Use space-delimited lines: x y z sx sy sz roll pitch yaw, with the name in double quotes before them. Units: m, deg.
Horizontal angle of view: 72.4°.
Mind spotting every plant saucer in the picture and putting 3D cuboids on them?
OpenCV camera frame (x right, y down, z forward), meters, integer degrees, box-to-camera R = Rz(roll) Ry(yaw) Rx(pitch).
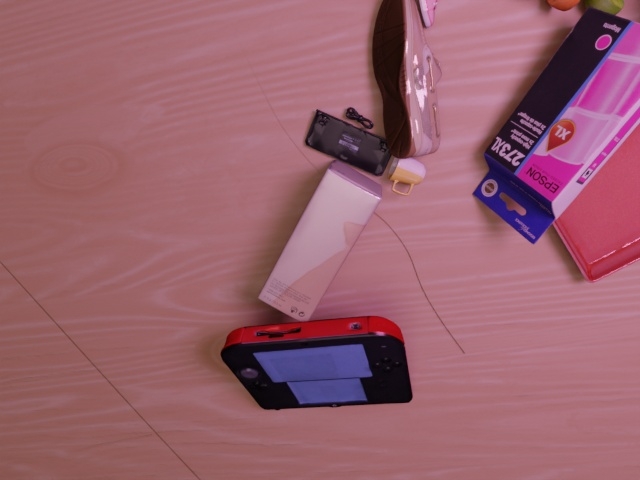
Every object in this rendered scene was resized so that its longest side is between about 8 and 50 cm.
"plant saucer" 0.581 -0.086 0.855 0.258 0.048 0.259 -33 98 16

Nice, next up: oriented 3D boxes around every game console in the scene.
"game console" 0.002 0.295 0.979 0.385 0.060 0.342 -6 133 11

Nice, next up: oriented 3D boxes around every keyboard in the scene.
"keyboard" 0.066 -0.215 0.909 0.180 0.023 0.108 24 115 0

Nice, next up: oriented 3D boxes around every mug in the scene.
"mug" 0.177 -0.137 0.898 0.064 0.062 0.078 19 115 -7

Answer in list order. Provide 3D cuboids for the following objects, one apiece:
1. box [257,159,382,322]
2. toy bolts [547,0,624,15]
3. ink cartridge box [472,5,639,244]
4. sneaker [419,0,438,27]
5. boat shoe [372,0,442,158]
"box" 0.000 0.000 0.919 0.121 0.148 0.311 29 110 -2
"toy bolts" 0.449 -0.495 0.673 0.158 0.218 0.229 8 101 -8
"ink cartridge box" 0.419 -0.190 0.764 0.069 0.176 0.371 6 125 -37
"sneaker" 0.211 -0.465 0.795 0.070 0.051 0.135 -7 101 16
"boat shoe" 0.173 -0.312 0.831 0.098 0.109 0.303 -13 100 -25
